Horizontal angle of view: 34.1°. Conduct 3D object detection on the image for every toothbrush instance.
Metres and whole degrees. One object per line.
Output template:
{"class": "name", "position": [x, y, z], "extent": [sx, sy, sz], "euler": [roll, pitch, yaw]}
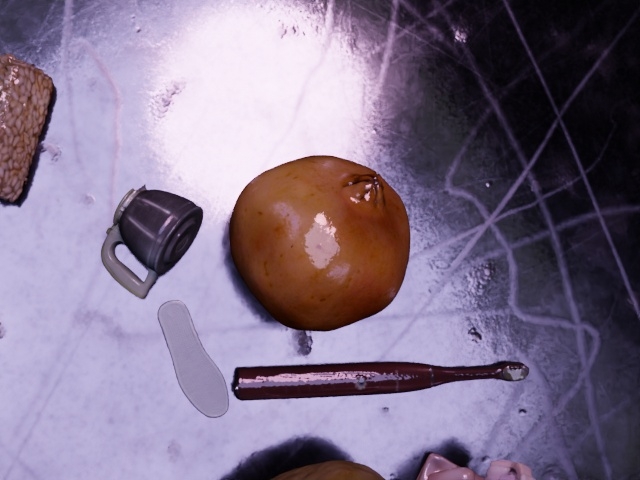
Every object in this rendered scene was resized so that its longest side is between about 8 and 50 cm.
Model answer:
{"class": "toothbrush", "position": [0.076, 0.168, 1.268], "extent": [0.364, 0.041, 0.041], "euler": [-1, 86, -8]}

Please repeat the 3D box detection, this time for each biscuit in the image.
{"class": "biscuit", "position": [-0.368, -0.130, 1.211], "extent": [0.070, 0.082, 0.168], "euler": [15, 83, 19]}

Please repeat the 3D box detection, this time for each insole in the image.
{"class": "insole", "position": [-0.153, 0.143, 1.255], "extent": [0.053, 0.002, 0.152], "euler": [-21, 89, -9]}

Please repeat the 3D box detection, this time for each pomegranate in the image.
{"class": "pomegranate", "position": [-0.001, 0.005, 1.187], "extent": [0.209, 0.209, 0.209], "euler": [1, 85, -8]}

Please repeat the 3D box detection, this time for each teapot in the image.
{"class": "teapot", "position": [-0.205, -0.008, 1.219], "extent": [0.091, 0.092, 0.124], "euler": [33, 75, 12]}

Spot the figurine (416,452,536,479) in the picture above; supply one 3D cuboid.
{"class": "figurine", "position": [0.180, 0.319, 1.178], "extent": [0.141, 0.237, 0.162], "euler": [26, 85, -13]}

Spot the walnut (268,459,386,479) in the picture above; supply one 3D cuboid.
{"class": "walnut", "position": [-0.015, 0.374, 1.145], "extent": [0.283, 0.283, 0.227], "euler": [-41, 61, -9]}
